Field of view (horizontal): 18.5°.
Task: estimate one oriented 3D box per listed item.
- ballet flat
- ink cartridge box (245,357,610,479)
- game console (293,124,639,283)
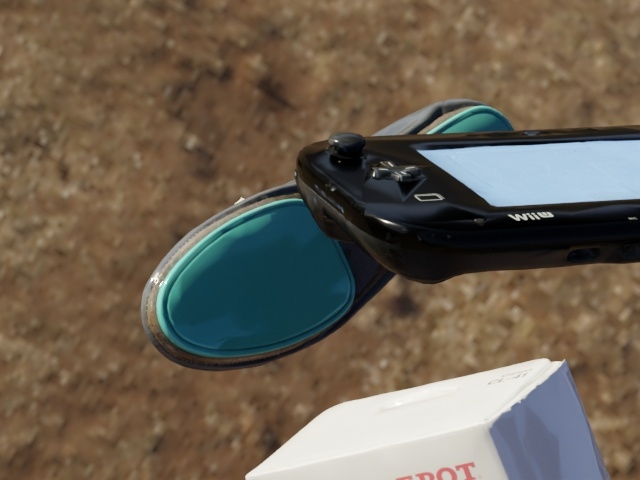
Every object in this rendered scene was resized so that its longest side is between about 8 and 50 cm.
[{"bbox_3d":[0.000,0.000,0.864,0.203,0.074,0.074,-31,67,-27],"label":"ballet flat"},{"bbox_3d":[0.111,0.263,1.413,0.131,0.226,0.306,-33,103,-54],"label":"ink cartridge box"},{"bbox_3d":[0.174,-0.019,0.716,0.361,0.044,0.213,-4,13,-23],"label":"game console"}]
